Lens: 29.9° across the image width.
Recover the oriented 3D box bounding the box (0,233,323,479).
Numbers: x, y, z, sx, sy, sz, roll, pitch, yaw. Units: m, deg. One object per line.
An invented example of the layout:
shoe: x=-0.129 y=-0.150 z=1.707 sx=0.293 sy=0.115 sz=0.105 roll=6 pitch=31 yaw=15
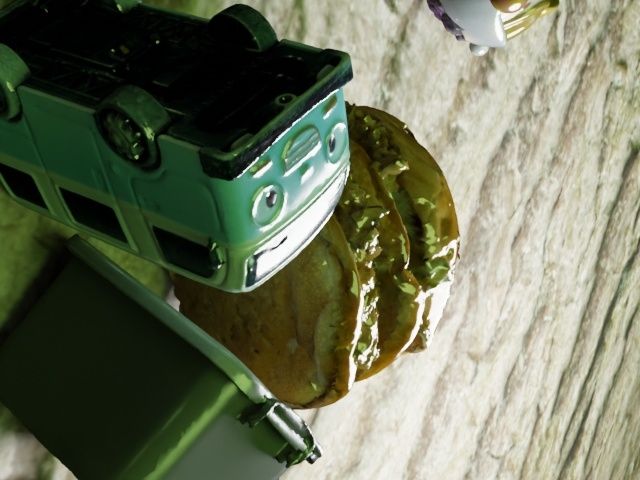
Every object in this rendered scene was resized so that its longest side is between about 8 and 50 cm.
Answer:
box: x=-0.134 y=0.122 z=0.890 sx=0.135 sy=0.243 sz=0.163 roll=-48 pitch=140 yaw=-11

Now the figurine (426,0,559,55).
figurine: x=0.135 y=-0.289 z=1.155 sx=0.274 sy=0.133 sz=0.194 roll=22 pitch=44 yaw=-58

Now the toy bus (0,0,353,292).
toy bus: x=-0.108 y=-0.067 z=0.802 sx=0.133 sy=0.271 sz=0.165 roll=-44 pitch=139 yaw=-33

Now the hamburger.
hamburger: x=-0.003 y=0.000 z=1.019 sx=0.211 sy=0.245 sz=0.261 roll=-20 pitch=81 yaw=-38
